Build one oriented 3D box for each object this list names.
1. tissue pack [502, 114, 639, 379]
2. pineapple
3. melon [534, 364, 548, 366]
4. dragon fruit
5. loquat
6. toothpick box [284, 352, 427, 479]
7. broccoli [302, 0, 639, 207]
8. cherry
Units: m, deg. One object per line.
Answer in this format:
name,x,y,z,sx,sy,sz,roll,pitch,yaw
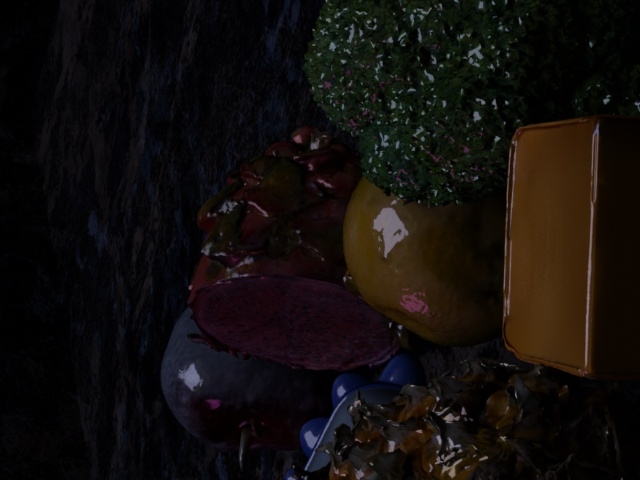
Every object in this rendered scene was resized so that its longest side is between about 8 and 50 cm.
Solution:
tissue pack,0.295,0.009,1.257,0.145,0.274,0.194,179,94,-69
pineapple,0.162,0.268,1.477,0.300,0.352,0.352,147,122,-63
melon,0.254,0.077,1.608,0.160,0.079,0.128,145,122,-63
dragon fruit,0.000,0.000,2.035,0.296,0.314,0.263,91,-174,-60
loquat,0.131,0.006,1.721,0.244,0.244,0.244,-178,90,-68
toothpick box,0.072,0.306,1.750,0.354,0.263,0.263,-64,26,4
broccoli,0.163,-0.199,1.539,0.413,0.321,0.310,49,134,27
cherry,-0.091,0.177,2.214,0.218,0.255,0.296,97,176,-49
